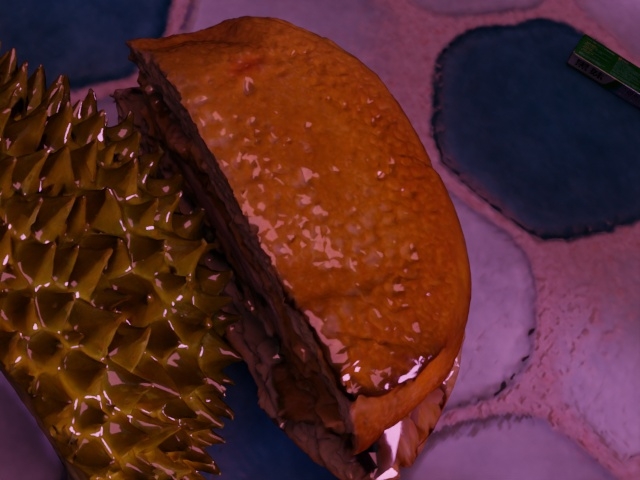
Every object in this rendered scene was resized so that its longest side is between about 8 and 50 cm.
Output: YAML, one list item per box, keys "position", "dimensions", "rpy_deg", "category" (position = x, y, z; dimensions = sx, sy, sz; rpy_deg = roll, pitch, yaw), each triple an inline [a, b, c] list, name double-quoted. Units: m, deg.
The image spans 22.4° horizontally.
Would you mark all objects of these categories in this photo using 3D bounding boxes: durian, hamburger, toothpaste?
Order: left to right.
- position: [-0.164, 0.010, 0.853]
  dimensions: [0.157, 0.169, 0.355]
  rpy_deg: [-18, 70, -45]
  category: "durian"
- position: [0.000, 0.000, 0.927]
  dimensions: [0.156, 0.144, 0.283]
  rpy_deg: [-21, 72, -32]
  category: "hamburger"
- position: [0.208, -0.108, 1.096]
  dimensions: [0.083, 0.017, 0.020]
  rpy_deg: [32, 64, 4]
  category: "toothpaste"
